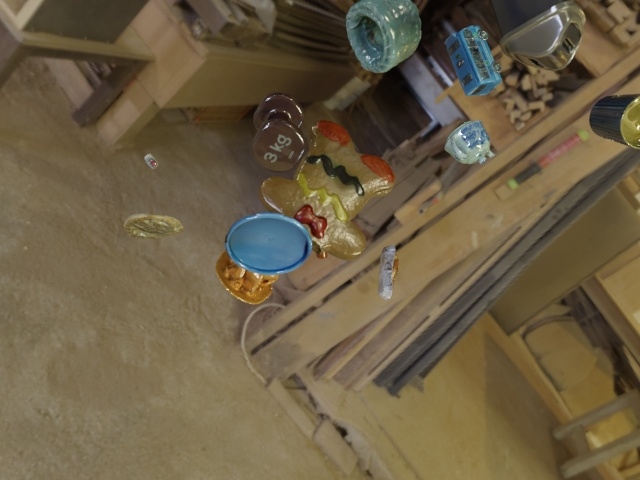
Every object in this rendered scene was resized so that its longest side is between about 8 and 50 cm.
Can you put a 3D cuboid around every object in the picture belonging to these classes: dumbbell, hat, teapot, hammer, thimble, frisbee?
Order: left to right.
[{"bbox_3d":[-0.535,-0.249,1.762,0.052,0.031,0.083,58,-14,-29],"label":"hammer"},{"bbox_3d":[-0.170,0.052,1.759,0.244,0.233,0.233,31,29,-35],"label":"hat"},{"bbox_3d":[-0.143,0.005,1.530,0.242,0.242,0.045,37,35,-33],"label":"frisbee"},{"bbox_3d":[-0.109,-0.284,1.430,0.124,0.140,0.225,26,28,-20],"label":"dumbbell"},{"bbox_3d":[0.184,-0.610,1.615,0.198,0.143,0.235,44,-25,24],"label":"thimble"},{"bbox_3d":[0.535,-0.331,1.955,0.232,0.159,0.158,-14,67,-45],"label":"teapot"}]

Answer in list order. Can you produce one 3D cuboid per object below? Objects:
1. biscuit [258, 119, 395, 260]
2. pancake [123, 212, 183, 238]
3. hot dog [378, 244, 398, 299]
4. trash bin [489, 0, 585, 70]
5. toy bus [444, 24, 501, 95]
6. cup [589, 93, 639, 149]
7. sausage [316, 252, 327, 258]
[{"bbox_3d":[0.042,-0.151,1.689,0.368,0.076,0.394,38,67,-2],"label":"biscuit"},{"bbox_3d":[-0.429,-0.035,1.424,0.152,0.152,0.025,25,53,-48],"label":"pancake"},{"bbox_3d":[0.229,0.104,1.859,0.053,0.099,0.192,13,63,-12],"label":"hot dog"},{"bbox_3d":[0.493,-0.546,1.288,0.210,0.182,0.290,-8,77,-55],"label":"trash bin"},{"bbox_3d":[0.567,-0.668,2.054,0.134,0.113,0.246,-14,79,-23],"label":"toy bus"},{"bbox_3d":[0.778,-0.298,1.365,0.177,0.131,0.155,8,16,-10],"label":"cup"},{"bbox_3d":[0.000,0.000,1.925,0.041,0.039,0.131,-40,126,-66],"label":"sausage"}]
